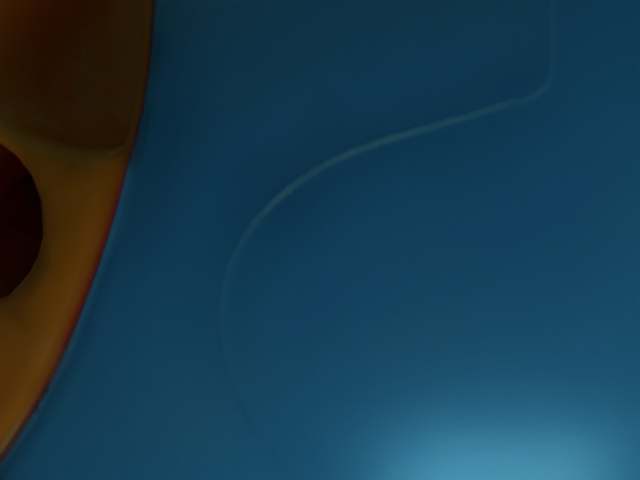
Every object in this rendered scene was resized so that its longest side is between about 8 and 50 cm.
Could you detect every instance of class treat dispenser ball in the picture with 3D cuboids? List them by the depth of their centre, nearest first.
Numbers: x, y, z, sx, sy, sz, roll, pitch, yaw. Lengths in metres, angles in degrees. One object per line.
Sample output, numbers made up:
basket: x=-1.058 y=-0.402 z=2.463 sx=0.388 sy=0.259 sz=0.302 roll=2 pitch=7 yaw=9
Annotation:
treat dispenser ball: x=0.000 y=0.000 z=0.490 sx=0.288 sy=0.288 sz=0.288 roll=-24 pitch=154 yaw=-13
